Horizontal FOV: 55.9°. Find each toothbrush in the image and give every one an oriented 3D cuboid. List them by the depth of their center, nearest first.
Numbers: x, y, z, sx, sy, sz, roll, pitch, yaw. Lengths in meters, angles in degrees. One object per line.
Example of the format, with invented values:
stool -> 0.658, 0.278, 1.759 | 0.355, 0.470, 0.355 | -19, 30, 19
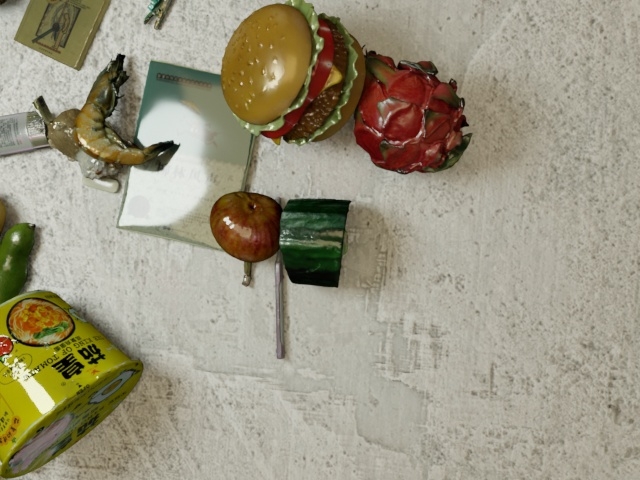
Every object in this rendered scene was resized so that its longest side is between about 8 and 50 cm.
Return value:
toothbrush -> -0.096, 0.081, 1.312 | 0.029, 0.024, 0.353 | -1, 92, 11

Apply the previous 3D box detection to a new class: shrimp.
shrimp -> -0.397, -0.269, 1.274 | 0.198, 0.051, 0.261 | 18, 63, -18

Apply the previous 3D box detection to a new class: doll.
doll -> -0.518, -0.217, 1.288 | 0.221, 0.115, 0.105 | 36, 135, -5

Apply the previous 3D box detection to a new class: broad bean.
broad bean -> -0.712, 0.096, 1.337 | 0.098, 0.056, 0.318 | 34, 94, -16

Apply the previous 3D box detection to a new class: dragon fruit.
dragon fruit -> 0.159, -0.257, 1.189 | 0.234, 0.234, 0.293 | -36, 80, 5

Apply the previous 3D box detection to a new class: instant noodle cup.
instant noodle cup -> -0.566, 0.271, 1.225 | 0.325, 0.325, 0.254 | -45, 79, 4

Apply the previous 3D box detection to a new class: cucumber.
cucumber -> -0.002, 0.005, 1.230 | 0.130, 0.191, 0.191 | 3, 92, 13

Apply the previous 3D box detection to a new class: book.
book -> -0.281, -0.182, 1.312 | 0.264, 0.031, 0.379 | 12, 93, 3
book -> -0.554, -0.510, 1.323 | 0.161, 0.026, 0.230 | 25, 93, 3

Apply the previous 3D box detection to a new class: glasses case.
glasses case -> -0.485, -0.128, 1.334 | 0.083, 0.021, 0.032 | 15, 92, 4

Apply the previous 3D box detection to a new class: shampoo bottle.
shampoo bottle -> -0.701, -0.230, 1.328 | 0.228, 0.056, 0.086 | -9, 92, 5

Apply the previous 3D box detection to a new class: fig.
fig -> -0.139, -0.019, 1.252 | 0.149, 0.202, 0.148 | -18, 64, 8

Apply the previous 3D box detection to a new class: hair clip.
hair clip -> -0.326, -0.534, 1.296 | 0.049, 0.049, 0.173 | 37, 96, 2

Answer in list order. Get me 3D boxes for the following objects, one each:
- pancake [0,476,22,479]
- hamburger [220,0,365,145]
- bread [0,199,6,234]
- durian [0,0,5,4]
pancake -> -0.727, 0.588, 1.361 | 0.245, 0.057, 0.266 | -17, 90, 4
hamburger -> -0.070, -0.321, 1.148 | 0.274, 0.212, 0.274 | -9, 78, 47
bread -> -0.760, -0.008, 1.311 | 0.217, 0.098, 0.147 | -55, 46, 3
durian -> -0.716, -0.574, 1.245 | 0.196, 0.196, 0.167 | 45, 101, 1
